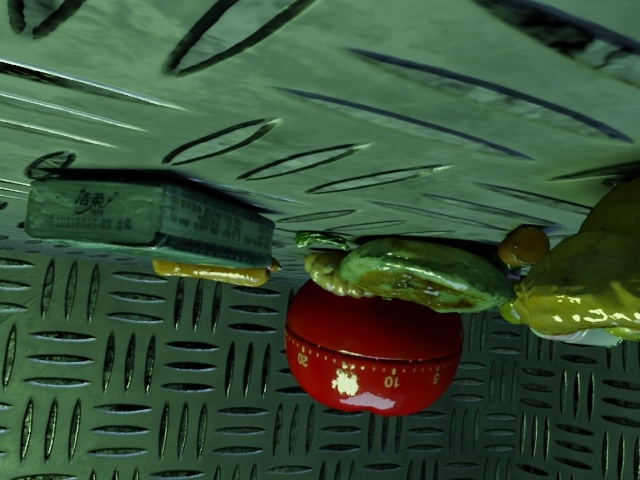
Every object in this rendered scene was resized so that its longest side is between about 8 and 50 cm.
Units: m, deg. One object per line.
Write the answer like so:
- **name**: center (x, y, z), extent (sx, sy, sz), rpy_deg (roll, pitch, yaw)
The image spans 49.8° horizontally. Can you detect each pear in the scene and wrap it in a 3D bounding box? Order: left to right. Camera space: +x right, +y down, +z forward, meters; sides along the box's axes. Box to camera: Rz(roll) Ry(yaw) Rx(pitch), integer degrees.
- **pear**: center (0.433, 0.130, 1.484), extent (0.107, 0.107, 0.131), rpy_deg (3, 165, 24)

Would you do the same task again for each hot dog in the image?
- **hot dog**: center (-0.193, 0.030, 1.292), extent (0.249, 0.076, 0.102), rpy_deg (7, -149, 3)

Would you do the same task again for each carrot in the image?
- **carrot**: center (0.250, 0.013, 0.872), extent (0.048, 0.048, 0.139), rpy_deg (5, 175, 4)

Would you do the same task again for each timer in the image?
- **timer**: center (0.112, 0.196, 1.465), extent (0.378, 0.279, 0.378), rpy_deg (4, -170, -1)

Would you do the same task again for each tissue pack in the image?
- **tissue pack**: center (-0.193, -0.018, 0.839), extent (0.185, 0.081, 0.257), rpy_deg (3, 174, 23)

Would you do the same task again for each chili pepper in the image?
- **chili pepper**: center (0.001, -0.001, 1.071), extent (0.091, 0.034, 0.030), rpy_deg (3, -154, 13)
- **chili pepper**: center (0.292, 0.024, 0.992), extent (0.056, 0.035, 0.118), rpy_deg (-10, -179, -13)

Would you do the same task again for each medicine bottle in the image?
- **medicine bottle**: center (0.511, 0.140, 1.373), extent (0.169, 0.135, 0.135), rpy_deg (8, 173, -23)

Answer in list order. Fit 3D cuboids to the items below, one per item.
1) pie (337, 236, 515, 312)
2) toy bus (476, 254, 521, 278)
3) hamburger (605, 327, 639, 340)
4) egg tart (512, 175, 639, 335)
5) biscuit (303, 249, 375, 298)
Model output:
- **pie**: center (0.169, 0.063, 1.121), extent (0.303, 0.066, 0.302), rpy_deg (14, 167, 3)
- **toy bus**: center (0.268, 0.042, 1.161), extent (0.131, 0.036, 0.052), rpy_deg (2, 168, 38)
- **hamburger**: center (0.431, 0.075, 0.890), extent (0.235, 0.125, 0.214), rpy_deg (-14, 154, 29)
- **egg tart**: center (0.308, 0.019, 0.537), extent (0.319, 0.128, 0.319), rpy_deg (3, 174, 0)
- **biscuit**: center (0.062, 0.056, 1.313), extent (0.183, 0.061, 0.118), rpy_deg (7, -145, -12)
